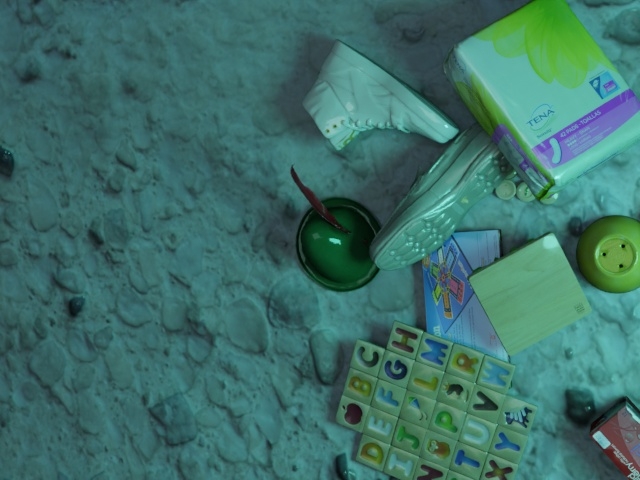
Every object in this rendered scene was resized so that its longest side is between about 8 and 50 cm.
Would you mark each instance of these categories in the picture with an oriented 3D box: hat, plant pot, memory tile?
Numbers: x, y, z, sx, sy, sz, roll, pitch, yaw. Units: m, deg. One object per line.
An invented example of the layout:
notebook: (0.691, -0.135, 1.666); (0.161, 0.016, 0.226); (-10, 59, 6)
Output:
hat: (0.000, 0.000, 1.651); (0.208, 0.183, 0.173); (45, 104, 13)
plant pot: (0.491, 0.024, 1.531); (0.134, 0.095, 0.134); (0, 90, 19)
memory tile: (0.368, -0.140, 1.615); (0.113, 0.012, 0.148); (8, 94, 19)

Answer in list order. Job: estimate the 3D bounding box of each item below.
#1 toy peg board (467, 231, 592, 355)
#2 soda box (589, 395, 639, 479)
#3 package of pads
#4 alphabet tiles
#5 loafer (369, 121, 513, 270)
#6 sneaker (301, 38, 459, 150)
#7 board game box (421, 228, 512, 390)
toy peg board: (0.351, 0.083, 1.583); (0.161, 0.079, 0.161); (-29, 104, 4)
soda box: (0.562, 0.387, 1.512); (0.083, 0.092, 0.263); (-43, 77, 14)
package of pads: (0.369, -0.239, 1.523); (0.229, 0.101, 0.296); (-30, 79, -14)
alphabet tiles: (0.200, 0.312, 1.656); (0.342, 0.011, 0.285); (19, 105, 18)
loafer: (0.204, -0.077, 1.620); (0.319, 0.112, 0.111); (-43, 47, 4)
sneaker: (0.099, -0.218, 1.664); (0.292, 0.108, 0.169); (39, 104, 24)
board game box: (0.259, 0.125, 1.647); (0.145, 0.027, 0.281); (-4, 89, 18)
